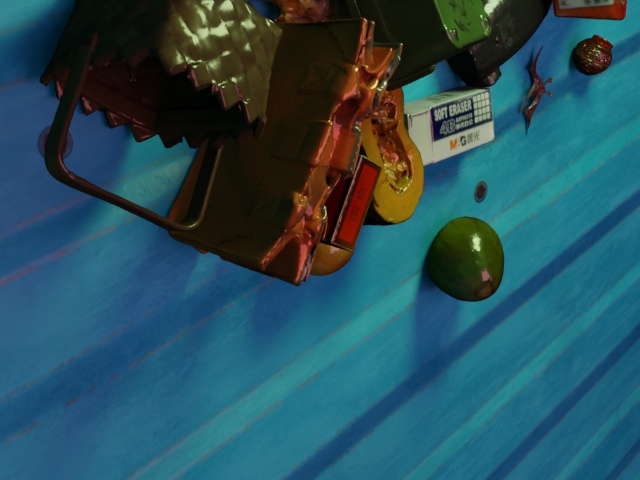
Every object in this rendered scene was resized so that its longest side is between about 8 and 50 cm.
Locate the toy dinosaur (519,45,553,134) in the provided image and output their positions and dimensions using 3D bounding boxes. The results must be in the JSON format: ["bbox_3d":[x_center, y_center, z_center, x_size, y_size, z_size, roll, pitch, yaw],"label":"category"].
[{"bbox_3d":[0.530,-0.367,2.122,0.108,0.032,0.220,-17,117,-45],"label":"toy dinosaur"}]

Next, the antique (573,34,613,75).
[{"bbox_3d":[0.695,-0.471,2.215,0.104,0.104,0.104,-17,114,-43],"label":"antique"}]

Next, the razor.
[{"bbox_3d":[0.393,-0.490,1.883,0.327,0.107,0.189,-51,132,-23],"label":"razor"}]

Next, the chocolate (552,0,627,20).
[{"bbox_3d":[0.577,-0.705,1.893,0.341,0.161,0.360,-67,144,-46],"label":"chocolate"}]

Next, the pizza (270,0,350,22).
[{"bbox_3d":[-0.037,-0.444,1.472,0.297,0.071,0.189,27,83,-47],"label":"pizza"}]

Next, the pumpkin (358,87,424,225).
[{"bbox_3d":[0.073,-0.165,1.625,0.222,0.139,0.317,-42,130,-33],"label":"pumpkin"}]

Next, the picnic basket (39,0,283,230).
[{"bbox_3d":[-0.229,-0.194,1.184,0.254,0.291,0.321,28,69,-48],"label":"picnic basket"}]

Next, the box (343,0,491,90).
[{"bbox_3d":[0.159,-0.450,1.515,0.253,0.178,0.328,-36,109,-55],"label":"box"}]

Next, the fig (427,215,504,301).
[{"bbox_3d":[0.333,0.050,1.946,0.181,0.191,0.181,-12,135,-13],"label":"fig"}]

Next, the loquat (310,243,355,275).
[{"bbox_3d":[0.000,0.000,1.606,0.141,0.141,0.141,-17,114,-43],"label":"loquat"}]

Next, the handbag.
[{"bbox_3d":[-0.060,-0.151,1.368,0.116,0.303,0.410,29,81,-42],"label":"handbag"}]

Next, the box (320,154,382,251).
[{"bbox_3d":[-0.025,-0.083,1.470,0.074,0.240,0.153,18,89,-48],"label":"box"}]

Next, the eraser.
[{"bbox_3d":[0.251,-0.240,1.827,0.287,0.086,0.130,-21,115,-41],"label":"eraser"}]
